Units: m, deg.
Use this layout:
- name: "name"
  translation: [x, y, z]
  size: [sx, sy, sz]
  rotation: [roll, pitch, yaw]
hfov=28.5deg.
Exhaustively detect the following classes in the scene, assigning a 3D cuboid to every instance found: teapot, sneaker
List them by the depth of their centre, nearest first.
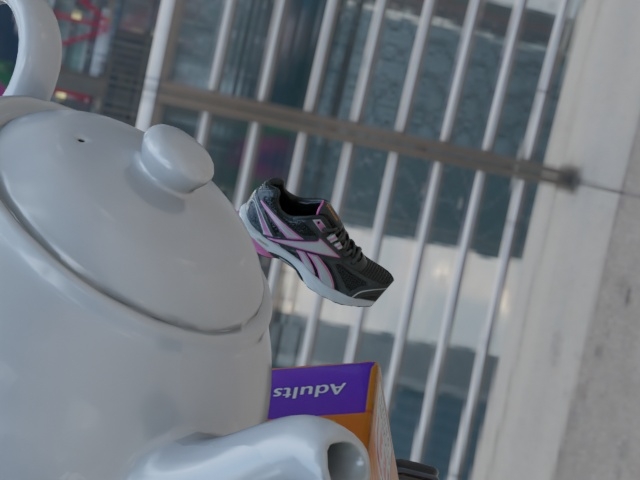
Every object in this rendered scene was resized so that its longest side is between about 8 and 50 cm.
- name: "teapot"
  translation: [-0.115, 0.022, 0.556]
  size: [0.187, 0.256, 0.252]
  rotation: [-52, 11, 20]
- name: "sneaker"
  translation: [0.000, 0.000, 1.279]
  size: [0.077, 0.178, 0.072]
  rotation: [-57, 10, 32]

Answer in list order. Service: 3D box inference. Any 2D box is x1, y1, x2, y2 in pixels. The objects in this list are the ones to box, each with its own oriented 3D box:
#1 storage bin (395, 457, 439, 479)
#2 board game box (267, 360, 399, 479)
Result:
- name: "storage bin"
  translation: [0.063, 0.282, 1.177]
  size: [0.135, 0.098, 0.091]
  rotation: [-42, 48, 27]
- name: "board game box"
  translation: [-0.127, 0.324, 0.697]
  size: [0.356, 0.356, 0.356]
  rotation: [-79, -19, -58]
